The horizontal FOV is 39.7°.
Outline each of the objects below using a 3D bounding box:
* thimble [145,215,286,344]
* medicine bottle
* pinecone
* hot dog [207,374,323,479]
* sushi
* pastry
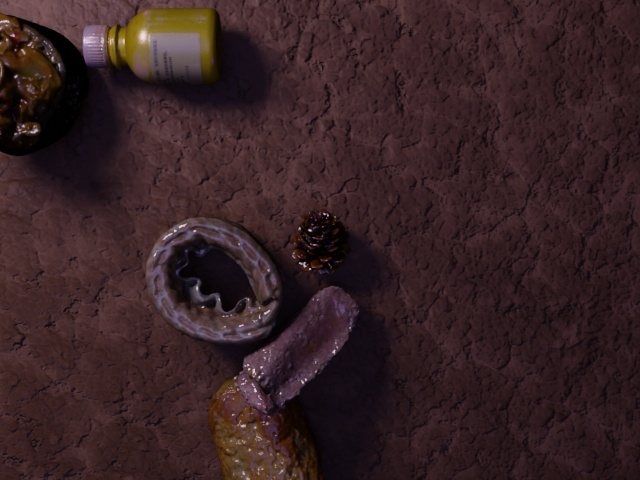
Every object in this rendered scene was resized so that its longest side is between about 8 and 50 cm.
[{"bbox_3d":[-0.171,0.062,1.462,0.229,0.148,0.196,18,94,-6],"label":"thimble"},{"bbox_3d":[-0.269,-0.312,1.425,0.213,0.122,0.121,0,97,0],"label":"medicine bottle"},{"bbox_3d":[-0.002,-0.002,1.480,0.102,0.102,0.109,-18,126,1],"label":"pinecone"},{"bbox_3d":[-0.096,0.352,1.514,0.175,0.114,0.259,-18,78,6],"label":"hot dog"},{"bbox_3d":[-0.489,-0.243,1.389,0.200,0.204,0.213,12,91,2],"label":"sushi"},{"bbox_3d":[-0.043,0.186,1.461,0.103,0.112,0.265,50,56,-2],"label":"pastry"}]
